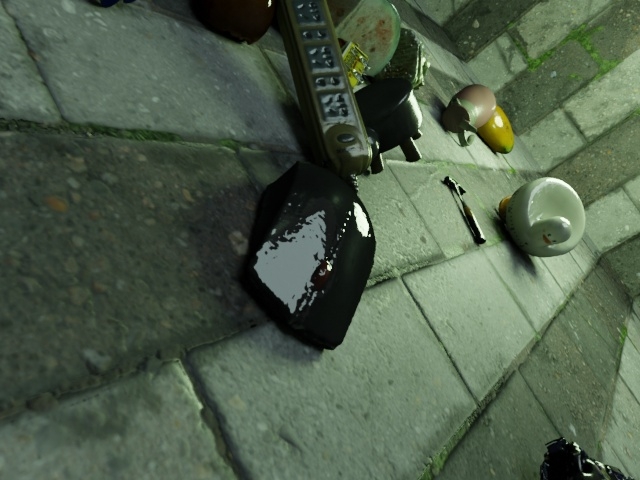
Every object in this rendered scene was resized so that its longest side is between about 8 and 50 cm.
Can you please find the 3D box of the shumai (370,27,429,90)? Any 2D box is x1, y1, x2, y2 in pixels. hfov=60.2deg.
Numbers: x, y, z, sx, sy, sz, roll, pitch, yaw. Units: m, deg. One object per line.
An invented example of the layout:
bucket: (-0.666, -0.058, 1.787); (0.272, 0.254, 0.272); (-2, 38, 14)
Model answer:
shumai: (0.202, -0.476, 1.487); (0.184, 0.184, 0.142); (57, 6, 8)

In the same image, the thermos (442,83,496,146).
thermos: (0.488, -0.414, 1.839); (0.265, 0.145, 0.177); (-41, 119, -53)

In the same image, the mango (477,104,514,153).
mango: (0.671, -0.433, 2.130); (0.221, 0.120, 0.152); (44, 33, -30)

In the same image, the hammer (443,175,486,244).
hammer: (0.373, -0.075, 1.402); (0.078, 0.021, 0.201); (20, 43, -45)

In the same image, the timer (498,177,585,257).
timer: (0.657, -0.066, 1.580); (0.233, 0.240, 0.234); (2, 82, -18)

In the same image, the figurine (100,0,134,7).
figurine: (-0.325, -0.434, 0.688); (0.193, 0.133, 0.275); (-12, 81, -46)

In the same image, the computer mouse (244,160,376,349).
computer mouse: (0.004, -0.003, 0.718); (0.168, 0.087, 0.295); (44, 32, -22)

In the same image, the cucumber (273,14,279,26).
cucumber: (-0.099, -0.496, 1.130); (0.241, 0.074, 0.075); (31, 35, -32)

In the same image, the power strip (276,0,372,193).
power strip: (0.007, -0.258, 0.944); (0.092, 0.066, 0.388); (-10, 76, -18)

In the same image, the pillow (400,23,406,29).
pillow: (0.286, -0.662, 1.862); (0.134, 0.077, 0.181); (37, 31, -25)

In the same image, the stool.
stool: (0.106, -0.207, 1.060); (0.153, 0.228, 0.139); (24, -29, 52)

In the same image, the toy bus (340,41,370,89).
toy bus: (0.049, -0.352, 1.184); (0.074, 0.081, 0.226); (40, 34, -13)

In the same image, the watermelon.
watermelon: (0.061, -0.545, 1.293); (0.321, 0.188, 0.175); (12, 50, -52)

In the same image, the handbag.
handbag: (0.417, 0.421, 0.815); (0.207, 0.126, 0.229); (35, 42, -30)

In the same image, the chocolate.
chocolate: (-0.148, -0.401, 0.940); (0.124, 0.127, 0.133); (27, 37, 18)
